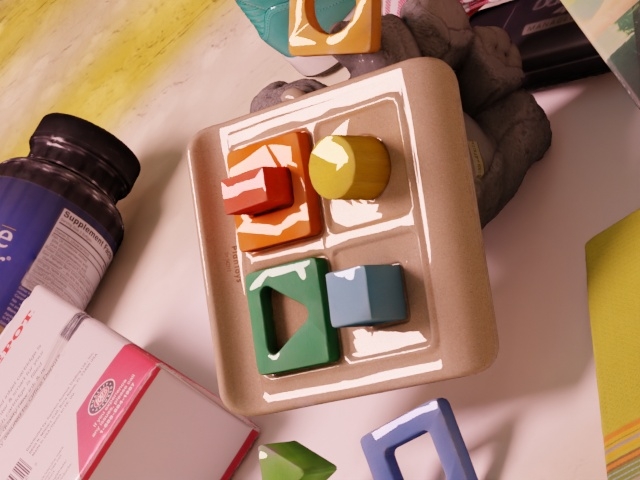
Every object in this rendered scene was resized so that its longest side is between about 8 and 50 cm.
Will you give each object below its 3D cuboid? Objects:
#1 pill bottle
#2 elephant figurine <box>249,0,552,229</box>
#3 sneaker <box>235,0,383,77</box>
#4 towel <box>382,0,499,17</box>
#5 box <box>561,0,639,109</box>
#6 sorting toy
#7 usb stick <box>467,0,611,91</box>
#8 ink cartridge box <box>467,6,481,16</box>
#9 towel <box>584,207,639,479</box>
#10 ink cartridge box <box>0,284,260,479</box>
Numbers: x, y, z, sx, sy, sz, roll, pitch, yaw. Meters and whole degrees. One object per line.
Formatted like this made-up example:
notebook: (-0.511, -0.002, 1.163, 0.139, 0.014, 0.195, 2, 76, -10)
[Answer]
pill bottle: (-0.235, 0.011, 1.582, 0.123, 0.123, 0.219, -7, 51, 54)
elephant figurine: (0.020, -0.043, 1.252, 0.239, 0.169, 0.186, -30, 1, 44)
sneaker: (0.015, -0.291, 1.483, 0.295, 0.178, 0.124, -54, 28, -2)
towel: (0.114, -0.227, 1.283, 0.197, 0.029, 0.144, -19, 60, 35)
box: (0.269, -0.104, 0.934, 0.232, 0.058, 0.322, -41, 43, 14)
sorting toy: (0.000, 0.000, 1.125, 0.196, 0.047, 0.347, -14, 80, 38)
usb stick: (0.172, -0.135, 1.218, 0.278, 0.045, 0.077, -10, 43, 52)
ink cartridge box: (0.131, -0.260, 1.361, 0.232, 0.066, 0.189, -36, 29, -3)
towel: (0.189, 0.062, 1.005, 0.102, 0.021, 0.237, -33, 34, 28)
ink cartridge box: (-0.170, 0.148, 1.358, 0.172, 0.100, 0.237, -57, 29, -6)
